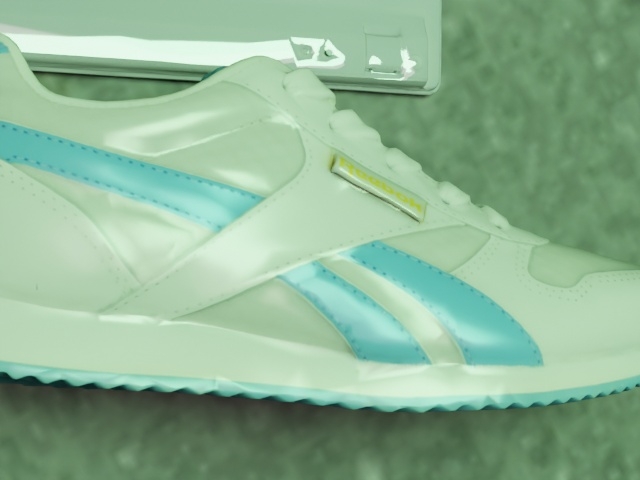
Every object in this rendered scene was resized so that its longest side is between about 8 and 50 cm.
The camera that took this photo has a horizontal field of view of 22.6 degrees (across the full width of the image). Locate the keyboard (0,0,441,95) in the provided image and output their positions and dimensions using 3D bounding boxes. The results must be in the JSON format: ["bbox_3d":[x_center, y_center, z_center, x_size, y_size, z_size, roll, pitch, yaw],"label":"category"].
[{"bbox_3d":[-0.084,-0.085,0.459,0.256,0.014,0.072,2,81,-18],"label":"keyboard"}]

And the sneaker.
[{"bbox_3d":[0.000,0.000,0.442,0.229,0.087,0.092,7,83,-20],"label":"sneaker"}]
